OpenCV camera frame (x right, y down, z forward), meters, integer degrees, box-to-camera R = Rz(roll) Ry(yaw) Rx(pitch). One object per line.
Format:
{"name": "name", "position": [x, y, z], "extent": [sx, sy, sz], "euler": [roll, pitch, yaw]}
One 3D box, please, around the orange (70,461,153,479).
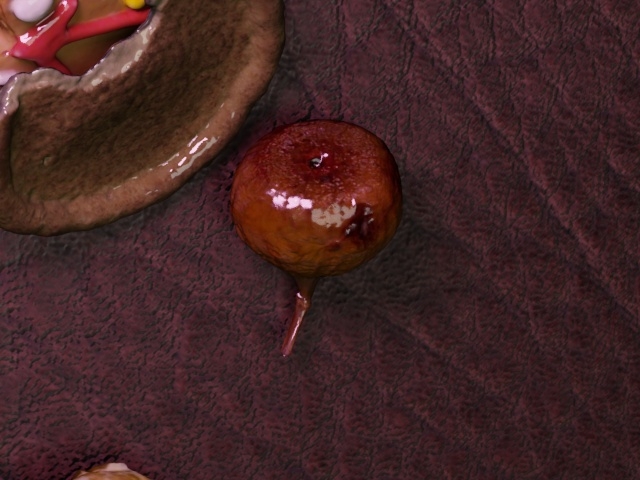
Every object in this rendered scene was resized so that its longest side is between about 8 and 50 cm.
{"name": "orange", "position": [-0.171, 0.394, 1.643], "extent": [0.271, 0.210, 0.369], "euler": [-14, 115, -24]}

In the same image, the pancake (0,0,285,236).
{"name": "pancake", "position": [-0.147, -0.117, 1.533], "extent": [0.288, 0.033, 0.286], "euler": [-19, 145, -34]}

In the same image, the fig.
{"name": "fig", "position": [0.000, 0.000, 1.661], "extent": [0.146, 0.134, 0.201], "euler": [3, 129, 8]}

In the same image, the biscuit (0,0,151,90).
{"name": "biscuit", "position": [-0.179, -0.171, 1.504], "extent": [0.339, 0.047, 0.216], "euler": [-40, 154, -8]}
